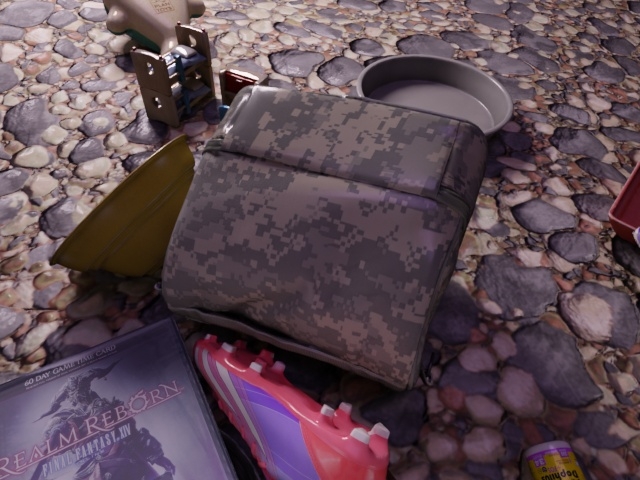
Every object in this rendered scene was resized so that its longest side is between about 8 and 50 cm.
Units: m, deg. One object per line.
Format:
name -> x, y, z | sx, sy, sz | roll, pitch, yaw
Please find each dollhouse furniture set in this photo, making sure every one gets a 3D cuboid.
dollhouse furniture set -> -0.202, -0.276, 0.758 | 0.183, 0.129, 0.129 | 21, 51, 14

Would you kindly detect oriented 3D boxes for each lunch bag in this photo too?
lunch bag -> 0.000, 0.000, 0.481 | 0.304, 0.213, 0.256 | 16, 67, 13

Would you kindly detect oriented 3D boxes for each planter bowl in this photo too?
planter bowl -> -0.208, -0.022, 0.531 | 0.090, 0.217, 0.217 | 45, 51, -15

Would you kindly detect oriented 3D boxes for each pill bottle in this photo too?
pill bottle -> 0.227, 0.235, 0.401 | 0.043, 0.044, 0.083 | -3, 49, -7

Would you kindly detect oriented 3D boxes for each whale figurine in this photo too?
whale figurine -> -0.347, -0.464, 0.932 | 0.216, 0.141, 0.272 | -30, 82, -27

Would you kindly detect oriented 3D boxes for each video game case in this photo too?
video game case -> -0.173, 0.206, 0.351 | 0.195, 0.026, 0.274 | -21, 53, -21

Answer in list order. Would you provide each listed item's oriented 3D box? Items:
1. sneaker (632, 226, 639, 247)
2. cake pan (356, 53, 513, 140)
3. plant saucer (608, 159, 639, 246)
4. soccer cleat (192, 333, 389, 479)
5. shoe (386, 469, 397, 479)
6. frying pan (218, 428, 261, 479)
sneaker -> 0.544, -0.030, 0.527 | 0.292, 0.146, 0.102 | -2, 49, -7
cake pan -> 0.211, -0.262, 0.827 | 0.292, 0.054, 0.294 | 2, 49, -3
plant saucer -> 0.589, -0.024, 0.653 | 0.259, 0.048, 0.258 | 35, 55, 23
soccer cleat -> -0.050, 0.165, 0.401 | 0.247, 0.083, 0.095 | 19, 84, 37
shoe -> 0.088, 0.269, 0.349 | 0.058, 0.077, 0.219 | -42, 54, -11
frying pan -> -0.154, 0.297, 0.314 | 0.197, 0.053, 0.326 | 12, 51, 7
